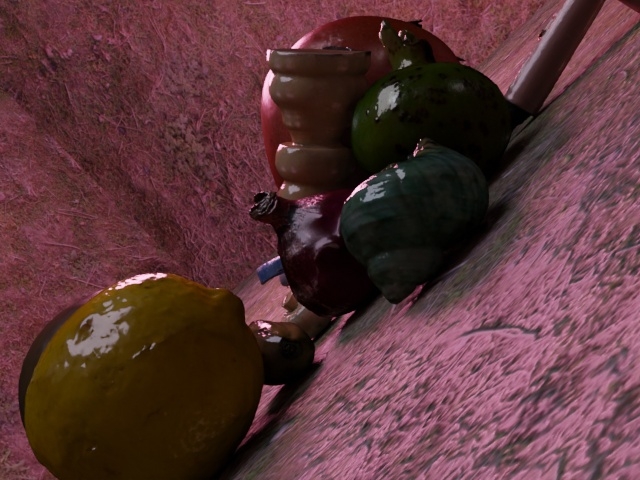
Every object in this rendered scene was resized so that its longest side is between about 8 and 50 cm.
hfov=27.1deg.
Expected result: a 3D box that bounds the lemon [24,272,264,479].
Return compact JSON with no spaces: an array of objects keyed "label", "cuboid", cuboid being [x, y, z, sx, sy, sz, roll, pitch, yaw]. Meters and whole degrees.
[{"label":"lemon","cuboid":[-0.198,0.173,1.517,0.284,0.261,0.260,-26,6,7]}]

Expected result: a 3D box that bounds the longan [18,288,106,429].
[{"label":"longan","cuboid":[-0.262,0.198,1.778,0.297,0.297,0.297,-44,4,4]}]

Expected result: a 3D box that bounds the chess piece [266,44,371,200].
[{"label":"chess piece","cuboid":[-0.002,-0.131,1.795,0.142,0.261,0.143,0,10,0]}]

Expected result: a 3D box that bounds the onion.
[{"label":"onion","cuboid":[0.008,-0.004,1.667,0.135,0.198,0.173,-29,33,54]}]

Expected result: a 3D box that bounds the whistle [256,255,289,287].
[{"label":"whistle","cuboid":[-0.013,0.029,2.312,0.180,0.093,0.269,-20,-8,-26]}]

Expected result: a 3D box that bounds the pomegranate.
[{"label":"pomegranate","cuboid":[0.137,-0.167,1.727,0.211,0.263,0.211,-12,-7,-2]}]

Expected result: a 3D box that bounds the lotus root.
[{"label":"lotus root","cuboid":[-0.058,0.139,1.634,0.179,0.089,0.081,172,103,-77]}]

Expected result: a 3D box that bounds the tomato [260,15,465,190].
[{"label":"tomato","cuboid":[0.072,-0.159,1.995,0.341,0.341,0.273,-41,36,46]}]

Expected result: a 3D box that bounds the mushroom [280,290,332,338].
[{"label":"mushroom","cuboid":[-0.020,0.098,1.794,0.083,0.067,0.083,-47,10,11]}]

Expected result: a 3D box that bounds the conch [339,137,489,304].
[{"label":"conch","cuboid":[0.104,-0.027,1.433,0.188,0.122,0.176,-43,-15,-18]}]

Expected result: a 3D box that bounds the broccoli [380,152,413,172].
[{"label":"broccoli","cuboid":[0.104,-0.029,1.580,0.120,0.130,0.131,3,18,23]}]

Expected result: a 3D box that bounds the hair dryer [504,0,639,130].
[{"label":"hair dryer","cuboid":[0.324,-0.298,1.816,0.344,0.189,0.107,-59,2,4]}]
